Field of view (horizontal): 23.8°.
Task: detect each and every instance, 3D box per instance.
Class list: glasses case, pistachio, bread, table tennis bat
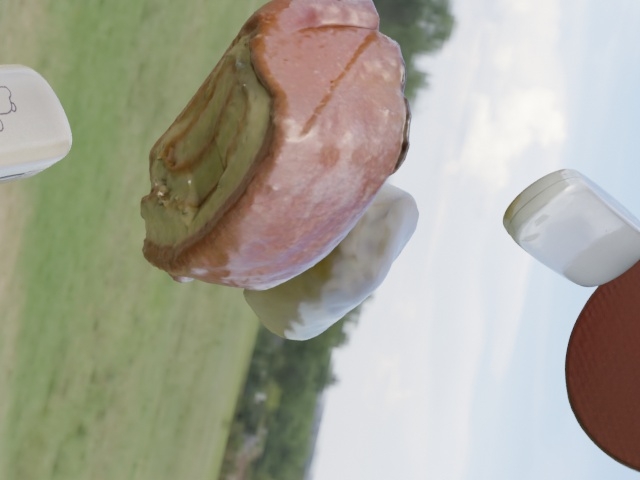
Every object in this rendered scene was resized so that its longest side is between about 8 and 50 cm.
[{"bbox_3d":[0.176,-0.006,1.037,0.164,0.063,0.041,25,31,-56],"label":"glasses case"},{"bbox_3d":[-0.251,-0.078,1.063,0.050,0.083,0.196,-31,176,27],"label":"glasses case"},{"bbox_3d":[0.000,0.000,1.592,0.288,0.197,0.166,122,-51,-70],"label":"pistachio"},{"bbox_3d":[-0.043,-0.056,1.147,0.244,0.123,0.190,-53,-143,35],"label":"bread"},{"bbox_3d":[0.337,0.073,1.192,0.038,0.310,0.200,36,32,-61],"label":"table tennis bat"}]
